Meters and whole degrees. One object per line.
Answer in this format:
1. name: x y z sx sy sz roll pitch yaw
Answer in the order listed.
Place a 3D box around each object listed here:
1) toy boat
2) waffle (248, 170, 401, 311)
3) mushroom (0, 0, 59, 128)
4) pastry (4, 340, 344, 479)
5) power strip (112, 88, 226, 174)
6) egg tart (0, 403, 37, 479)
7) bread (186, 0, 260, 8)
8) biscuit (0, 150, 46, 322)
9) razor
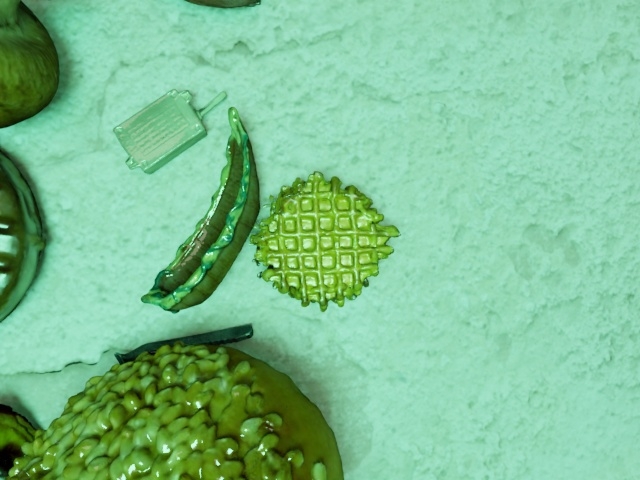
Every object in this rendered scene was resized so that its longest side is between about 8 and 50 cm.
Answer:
1. toy boat: -0.145 -0.032 0.629 0.099 0.108 0.293 26 87 -32
2. waffle: 0.000 0.000 0.664 0.197 0.070 0.193 31 86 -3
3. mushroom: -0.478 -0.277 0.496 0.345 0.345 0.260 36 121 -5
4. pastry: -0.163 0.310 0.495 0.409 0.245 0.410 -5 57 7
5. power strip: -0.210 -0.168 0.650 0.175 0.042 0.075 -36 94 -7
6. egg tart: -0.453 0.321 0.544 0.170 0.215 0.215 -14 91 4
7. bread: -0.174 -0.427 0.619 0.244 0.123 0.190 9 90 -6
8. biscuit: -0.541 -0.006 0.579 0.331 0.103 0.332 0 90 -8
9. razor: -0.193 0.150 0.657 0.190 0.033 0.066 -13 136 -9
